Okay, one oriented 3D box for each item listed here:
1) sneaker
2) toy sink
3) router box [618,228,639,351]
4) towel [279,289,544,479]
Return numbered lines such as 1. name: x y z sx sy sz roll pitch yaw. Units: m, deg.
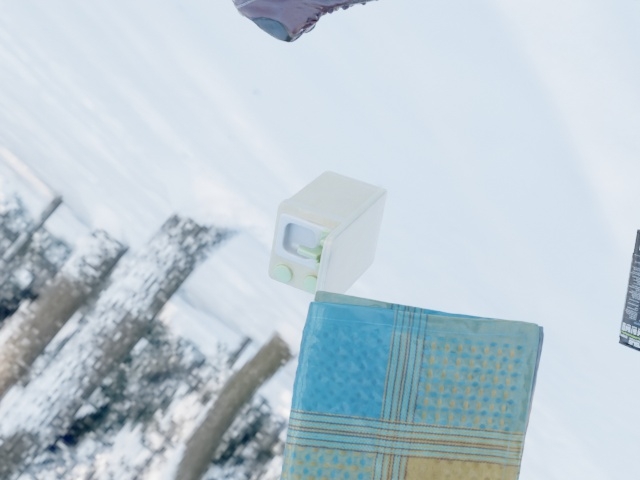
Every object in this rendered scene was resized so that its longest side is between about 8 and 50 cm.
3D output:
1. sneaker: 0.015 -0.323 1.292 0.282 0.106 0.162 3 157 8
2. toy sink: 0.000 0.000 1.711 0.131 0.234 0.152 19 121 18
3. router box: 0.297 0.043 0.784 0.123 0.092 0.038 6 -175 -18
4. towel: 0.090 0.254 1.120 0.272 0.370 0.040 10 177 -9
